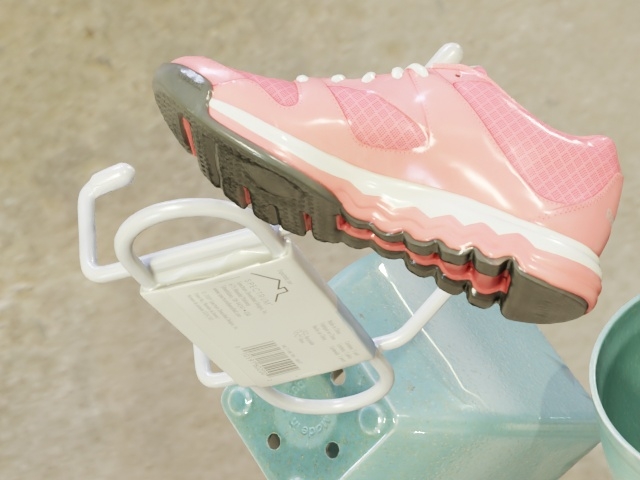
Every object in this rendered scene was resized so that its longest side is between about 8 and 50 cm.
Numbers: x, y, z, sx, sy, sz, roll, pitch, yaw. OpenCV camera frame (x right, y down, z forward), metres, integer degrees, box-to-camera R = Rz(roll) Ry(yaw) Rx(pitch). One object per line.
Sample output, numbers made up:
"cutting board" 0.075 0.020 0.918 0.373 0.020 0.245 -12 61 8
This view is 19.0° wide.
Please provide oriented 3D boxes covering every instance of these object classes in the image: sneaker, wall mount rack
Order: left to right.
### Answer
"wall mount rack" 0.000 0.000 1.430 0.350 0.304 0.130 51 29 -55
"sneaker" 0.047 -0.061 1.228 0.314 0.116 0.136 24 72 4

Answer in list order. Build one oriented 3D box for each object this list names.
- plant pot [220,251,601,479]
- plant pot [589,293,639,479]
"plant pot" 0.058 0.157 1.758 0.252 0.248 0.247 6 44 -54
"plant pot" 0.380 0.185 1.639 0.293 0.293 0.196 -43 139 -38
